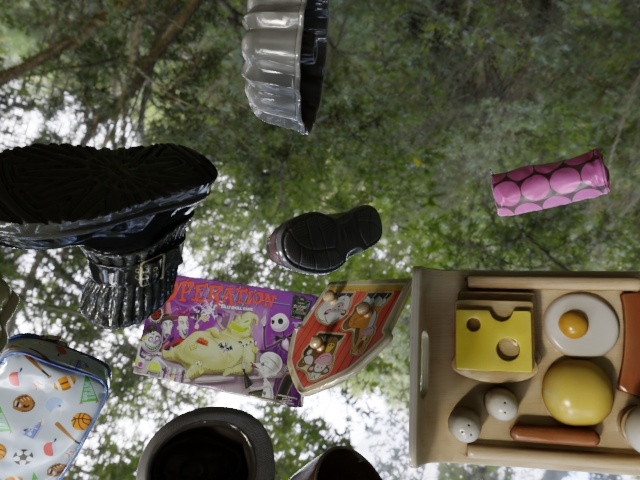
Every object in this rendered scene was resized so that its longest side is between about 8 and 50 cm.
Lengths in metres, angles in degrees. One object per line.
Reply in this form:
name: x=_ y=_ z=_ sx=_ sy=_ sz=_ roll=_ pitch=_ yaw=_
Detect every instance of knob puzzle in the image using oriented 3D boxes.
knob puzzle: x=0.019 y=0.124 z=0.772 sx=0.030 sy=0.213 sz=0.213 roll=50 pitch=-171 yaw=-26

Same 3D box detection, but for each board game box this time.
board game box: x=-0.182 y=0.185 z=1.086 sx=0.347 sy=0.208 sz=0.056 roll=6 pitch=164 yaw=18

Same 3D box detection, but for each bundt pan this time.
bundt pan: x=-0.068 y=-0.374 z=1.088 sx=0.124 sy=0.331 sz=0.331 roll=8 pitch=-163 yaw=7

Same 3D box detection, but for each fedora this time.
fedora: x=-0.243 y=0.480 z=1.189 sx=0.275 sy=0.124 sz=0.244 roll=-11 pitch=-105 yaw=-22

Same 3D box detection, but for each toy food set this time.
toy food set: x=0.248 y=0.135 z=0.591 sx=0.306 sy=0.220 sz=0.092 roll=0 pitch=171 yaw=11

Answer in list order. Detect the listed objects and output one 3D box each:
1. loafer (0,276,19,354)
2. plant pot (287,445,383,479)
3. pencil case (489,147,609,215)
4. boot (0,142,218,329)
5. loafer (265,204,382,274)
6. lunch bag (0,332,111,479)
loafer: x=-0.517 y=0.117 z=0.821 sx=0.092 sy=0.102 sz=0.268 roll=65 pitch=169 yaw=-25
plant pot: x=-0.022 y=0.485 z=0.924 sx=0.215 sy=0.230 sz=0.215 roll=41 pitch=-151 yaw=-28
pencil case: x=0.433 y=-0.113 z=1.072 sx=0.095 sy=0.209 sz=0.098 roll=64 pitch=-144 yaw=-24
boot: x=-0.302 y=0.013 z=0.752 sx=0.131 sy=0.260 sz=0.348 roll=45 pitch=-148 yaw=22
loafer: x=0.000 y=0.000 z=1.009 sx=0.095 sy=0.109 sz=0.302 roll=-9 pitch=-176 yaw=38
lunch bag: x=-0.579 y=0.337 z=1.133 sx=0.243 sy=0.303 sz=0.115 roll=27 pitch=-175 yaw=-22
